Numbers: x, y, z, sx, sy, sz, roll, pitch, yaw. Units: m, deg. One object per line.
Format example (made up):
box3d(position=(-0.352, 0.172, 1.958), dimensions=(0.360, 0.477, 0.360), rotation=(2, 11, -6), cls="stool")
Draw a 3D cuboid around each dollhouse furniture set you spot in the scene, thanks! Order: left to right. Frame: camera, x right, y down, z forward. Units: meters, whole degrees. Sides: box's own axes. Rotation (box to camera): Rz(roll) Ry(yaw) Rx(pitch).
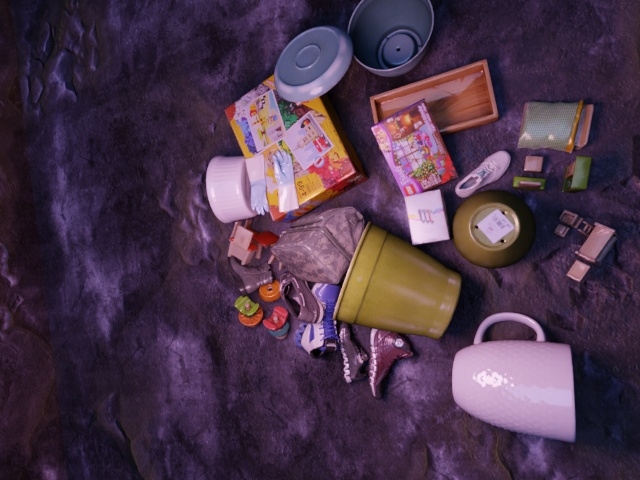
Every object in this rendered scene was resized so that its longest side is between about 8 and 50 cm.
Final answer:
box3d(position=(-0.242, 0.000, 1.621), dimensions=(0.262, 0.259, 0.135), rotation=(28, 110, 18), cls="dollhouse furniture set")
box3d(position=(0.737, -0.311, 1.288), dimensions=(0.197, 0.151, 0.301), rotation=(9, 93, 22), cls="dollhouse furniture set")
box3d(position=(0.815, 0.022, 1.306), dimensions=(0.161, 0.101, 0.182), rotation=(39, 105, 43), cls="dollhouse furniture set")

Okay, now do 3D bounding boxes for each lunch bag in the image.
box3d(position=(0.000, 0.000, 1.487), dimensions=(0.212, 0.305, 0.256), rotation=(48, 64, -19), cls="lunch bag")

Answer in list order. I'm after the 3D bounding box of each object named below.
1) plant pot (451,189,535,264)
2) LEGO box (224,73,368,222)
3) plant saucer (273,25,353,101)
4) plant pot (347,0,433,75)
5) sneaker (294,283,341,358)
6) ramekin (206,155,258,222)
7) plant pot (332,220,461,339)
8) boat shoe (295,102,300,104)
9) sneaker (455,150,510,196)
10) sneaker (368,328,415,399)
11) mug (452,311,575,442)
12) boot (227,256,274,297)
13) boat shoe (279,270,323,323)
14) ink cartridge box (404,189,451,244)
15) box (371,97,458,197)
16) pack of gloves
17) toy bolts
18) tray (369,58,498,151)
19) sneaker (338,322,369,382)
box3d(position=(0.544, -0.041, 1.287), dimensions=(0.275, 0.293, 0.275), rotation=(0, 89, 22), cls="plant pot")
box3d(position=(-0.097, -0.376, 1.600), dimensions=(0.372, 0.193, 0.500), rotation=(-29, 79, 19), cls="LEGO box")
box3d(position=(-0.038, -0.633, 1.431), dimensions=(0.317, 0.044, 0.317), rotation=(-10, 66, 24), cls="plant saucer")
box3d(position=(0.264, -0.715, 1.456), dimensions=(0.293, 0.196, 0.293), rotation=(0, 89, 21), cls="plant pot")
box3d(position=(0.023, 0.321, 1.547), dimensions=(0.182, 0.127, 0.315), rotation=(39, 113, 52), cls="sneaker")
box3d(position=(-0.336, -0.213, 1.658), dimensions=(0.135, 0.277, 0.277), rotation=(-5, 88, 15), cls="ramekin")
box3d(position=(0.271, 0.164, 1.389), dimensions=(0.353, 0.366, 0.366), rotation=(20, 97, 9), cls="plant pot")
box3d(position=(-0.045, -0.544, 1.458), dimensions=(0.137, 0.049, 0.043), rotation=(-38, 119, 12), cls="boat shoe")
box3d(position=(0.556, -0.226, 1.391), dimensions=(0.212, 0.094, 0.080), rotation=(-42, 74, 16), cls="sneaker")
box3d(position=(0.265, 0.449, 1.498), dimensions=(0.162, 0.106, 0.281), rotation=(-1, 89, 19), cls="sneaker")
box3d(position=(0.607, 0.408, 1.297), dimensions=(0.328, 0.276, 0.374), rotation=(-2, 59, 29), cls="mug")
box3d(position=(-0.291, 0.131, 1.732), dimensions=(0.161, 0.083, 0.246), rotation=(-25, 42, -12), cls="boot")
box3d(position=(-0.101, 0.204, 1.561), dimensions=(0.335, 0.095, 0.112), rotation=(41, 116, 54), cls="boat shoe")
box3d(position=(0.382, -0.079, 1.441), dimensions=(0.127, 0.128, 0.176), rotation=(-10, 85, 22), cls="ink cartridge box")
box3d(position=(0.332, -0.316, 1.436), dimensions=(0.201, 0.057, 0.293), rotation=(-24, 108, 21), cls="box")
box3d(position=(-0.190, -0.215, 1.507), dimensions=(0.195, 0.046, 0.232), rotation=(-10, 86, 21), cls="pack of gloves")
box3d(position=(-0.206, 0.304, 1.699), dimensions=(0.228, 0.158, 0.218), rotation=(33, 61, 29), cls="toy bolts")
box3d(position=(0.400, -0.473, 1.467), dimensions=(0.411, 0.076, 0.203), rotation=(-12, 85, 20), cls="tray")
box3d(position=(0.134, 0.429, 1.567), dimensions=(0.106, 0.078, 0.234), rotation=(-8, 90, 19), cls="sneaker")
